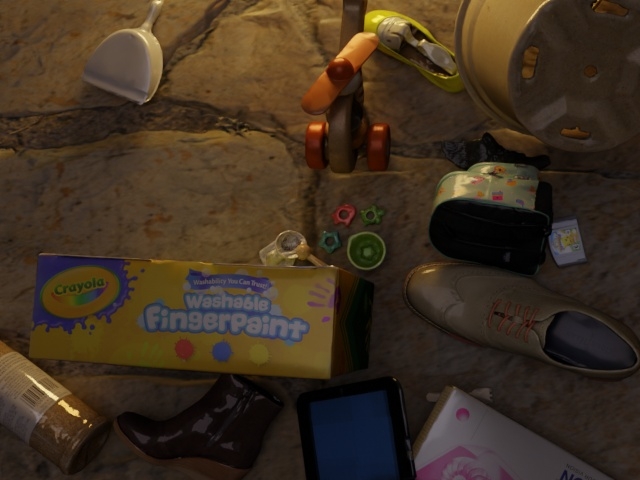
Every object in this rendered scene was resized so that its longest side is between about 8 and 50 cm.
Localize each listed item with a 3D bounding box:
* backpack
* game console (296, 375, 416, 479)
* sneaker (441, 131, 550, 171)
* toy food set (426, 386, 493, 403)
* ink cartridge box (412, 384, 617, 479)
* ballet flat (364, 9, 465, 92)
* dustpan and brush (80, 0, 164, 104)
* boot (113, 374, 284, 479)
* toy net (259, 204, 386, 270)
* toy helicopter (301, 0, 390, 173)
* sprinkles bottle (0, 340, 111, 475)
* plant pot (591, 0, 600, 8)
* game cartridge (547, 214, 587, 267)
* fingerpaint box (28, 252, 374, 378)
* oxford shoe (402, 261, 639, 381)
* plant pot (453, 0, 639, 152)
[{"bbox_3d":[0.270,-0.041,1.374,0.188,0.166,0.144,4,51,7],"label":"backpack"},{"bbox_3d":[0.005,0.364,1.312,0.250,0.293,0.173,-39,98,-36],"label":"game console"},{"bbox_3d":[0.296,-0.147,1.444,0.170,0.051,0.089,-14,86,13],"label":"sneaker"},{"bbox_3d":[0.233,0.343,1.407,0.132,0.038,0.192,-5,83,11],"label":"toy food set"},{"bbox_3d":[0.265,0.448,1.333,0.324,0.071,0.330,29,83,2],"label":"ink cartridge box"},{"bbox_3d":[0.165,-0.341,1.480,0.231,0.077,0.077,38,92,13],"label":"ballet flat"},{"bbox_3d":[-0.345,-0.372,1.603,0.147,0.060,0.211,23,95,11],"label":"dustpan and brush"},{"bbox_3d":[-0.209,0.301,1.463,0.248,0.090,0.207,29,100,0],"label":"boot"},{"bbox_3d":[0.000,0.000,1.490,0.232,0.045,0.122,-5,83,11],"label":"toy net"},{"bbox_3d":[0.042,-0.290,1.418,0.140,0.235,0.355,3,84,12],"label":"toy helicopter"},{"bbox_3d":[-0.548,0.273,1.528,0.355,0.121,0.121,33,91,13],"label":"sprinkles bottle"},{"bbox_3d":[0.418,-0.393,1.432,0.081,0.083,0.081,40,93,13],"label":"plant pot"},{"bbox_3d":[0.409,0.002,1.424,0.056,0.017,0.083,-14,81,13],"label":"game cartridge"},{"bbox_3d":[-0.161,0.123,1.342,0.445,0.371,0.163,2,84,11],"label":"fingerpaint box"},{"bbox_3d":[0.321,0.118,1.360,0.397,0.146,0.140,15,87,13],"label":"oxford shoe"},{"bbox_3d":[0.370,-0.274,1.252,0.334,0.305,0.333,2,113,5],"label":"plant pot"}]
